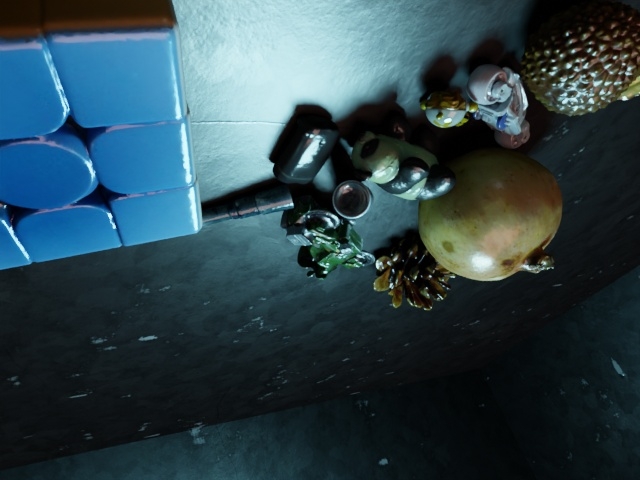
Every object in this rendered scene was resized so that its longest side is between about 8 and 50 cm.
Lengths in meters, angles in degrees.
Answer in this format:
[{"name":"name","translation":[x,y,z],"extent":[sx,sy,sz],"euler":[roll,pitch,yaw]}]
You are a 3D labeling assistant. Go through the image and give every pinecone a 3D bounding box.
[{"name":"pinecone","translation":[0.277,0.097,1.389],"extent":[0.203,0.201,0.228],"euler":[1,120,-56]}]

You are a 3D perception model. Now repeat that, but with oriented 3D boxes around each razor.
[{"name":"razor","translation":[-0.026,-0.168,0.914],"extent":[0.090,0.054,0.148],"euler":[-2,146,-35]}]

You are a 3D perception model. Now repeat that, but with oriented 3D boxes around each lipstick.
[{"name":"lipstick","translation":[-0.175,-0.065,0.995],"extent":[0.234,0.053,0.053],"euler":[-14,149,-7]}]

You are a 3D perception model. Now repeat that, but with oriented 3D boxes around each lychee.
[{"name":"lychee","translation":[0.455,-0.315,0.852],"extent":[0.200,0.200,0.238],"euler":[-9,176,-19]}]

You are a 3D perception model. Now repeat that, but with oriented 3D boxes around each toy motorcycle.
[{"name":"toy motorcycle","translation":[0.369,-0.273,0.965],"extent":[0.112,0.112,0.254],"euler":[-34,146,21]},{"name":"toy motorcycle","translation":[0.000,0.000,1.121],"extent":[0.187,0.124,0.274],"euler":[-7,148,29]}]

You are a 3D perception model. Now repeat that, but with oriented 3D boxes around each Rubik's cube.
[{"name":"Rubik's cube","translation":[-0.302,-0.171,0.507],"extent":[0.292,0.291,0.290],"euler":[-11,148,-16]}]

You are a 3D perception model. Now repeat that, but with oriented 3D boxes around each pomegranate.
[{"name":"pomegranate","translation":[0.395,-0.043,1.110],"extent":[0.338,0.338,0.338],"euler":[-15,149,-10]}]

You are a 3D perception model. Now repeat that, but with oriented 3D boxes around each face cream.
[{"name":"face cream","translation":[0.074,-0.086,1.014],"extent":[0.075,0.075,0.229],"euler":[-27,-179,10]}]

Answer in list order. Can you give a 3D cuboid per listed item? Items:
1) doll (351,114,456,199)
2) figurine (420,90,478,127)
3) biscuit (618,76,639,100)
[{"name":"doll","translation":[0.163,-0.154,0.972],"extent":[0.234,0.143,0.135],"euler":[13,142,-44]},{"name":"figurine","translation":[0.242,-0.247,0.929],"extent":[0.102,0.068,0.143],"euler":[8,-175,1]},{"name":"biscuit","translation":[0.660,-0.367,1.000],"extent":[0.183,0.118,0.061],"euler":[-58,176,41]}]
